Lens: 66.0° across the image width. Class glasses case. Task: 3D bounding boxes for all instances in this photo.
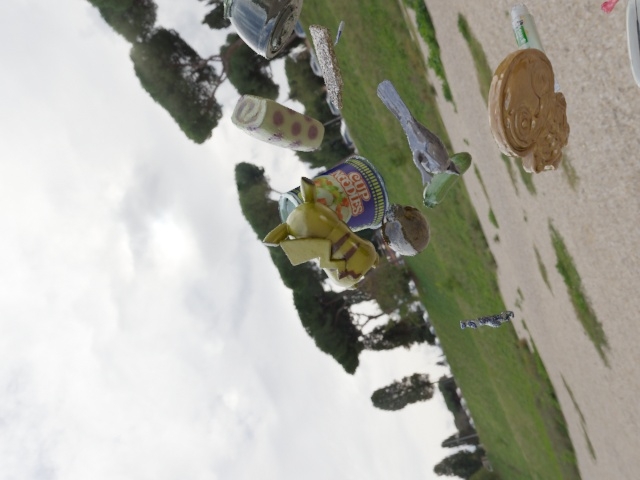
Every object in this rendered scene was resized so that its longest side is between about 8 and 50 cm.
[{"bbox_3d":[0.693,-0.434,1.064,0.081,0.051,0.204,-43,-59,-45],"label":"glasses case"}]

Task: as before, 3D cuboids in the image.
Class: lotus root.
[{"bbox_3d":[0.220,-0.027,1.279,0.209,0.120,0.120,46,-154,-49],"label":"lotus root"}]

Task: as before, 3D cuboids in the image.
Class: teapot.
[{"bbox_3d":[-0.075,-0.310,0.654,0.091,0.092,0.124,32,-133,-2],"label":"teapot"}]

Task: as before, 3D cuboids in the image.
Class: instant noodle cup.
[{"bbox_3d":[0.033,-0.120,1.717,0.284,0.312,0.284,42,144,41],"label":"instant noodle cup"}]

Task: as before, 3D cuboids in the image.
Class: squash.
[{"bbox_3d":[0.411,-0.201,1.619,0.077,0.219,0.068,31,-160,-8],"label":"squash"}]

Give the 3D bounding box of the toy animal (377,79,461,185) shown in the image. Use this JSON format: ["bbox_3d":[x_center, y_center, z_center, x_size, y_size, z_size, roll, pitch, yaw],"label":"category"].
[{"bbox_3d":[0.274,-0.240,1.296,0.367,0.081,0.205,38,-143,-30],"label":"toy animal"}]

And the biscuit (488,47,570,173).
[{"bbox_3d":[0.407,-0.233,0.936,0.289,0.044,0.202,34,-104,-37],"label":"biscuit"}]

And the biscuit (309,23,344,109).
[{"bbox_3d":[0.027,-0.458,1.331,0.131,0.026,0.237,-120,9,-57],"label":"biscuit"}]

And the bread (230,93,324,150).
[{"bbox_3d":[-0.161,-0.443,1.903,0.338,0.187,0.155,10,-78,-52],"label":"bread"}]

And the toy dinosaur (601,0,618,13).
[{"bbox_3d":[0.480,-0.432,0.772,0.139,0.286,0.070,114,167,-72],"label":"toy dinosaur"}]

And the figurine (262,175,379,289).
[{"bbox_3d":[0.006,0.005,1.391,0.327,0.218,0.169,41,180,-3],"label":"figurine"}]

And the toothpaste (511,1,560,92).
[{"bbox_3d":[0.494,-0.436,1.149,0.058,0.056,0.314,45,-142,-50],"label":"toothpaste"}]

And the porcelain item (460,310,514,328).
[{"bbox_3d":[0.415,0.198,1.196,0.075,0.136,0.021,-145,44,-83],"label":"porcelain item"}]

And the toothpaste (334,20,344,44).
[{"bbox_3d":[0.063,-0.691,1.644,0.015,0.083,0.024,20,173,-21],"label":"toothpaste"}]
